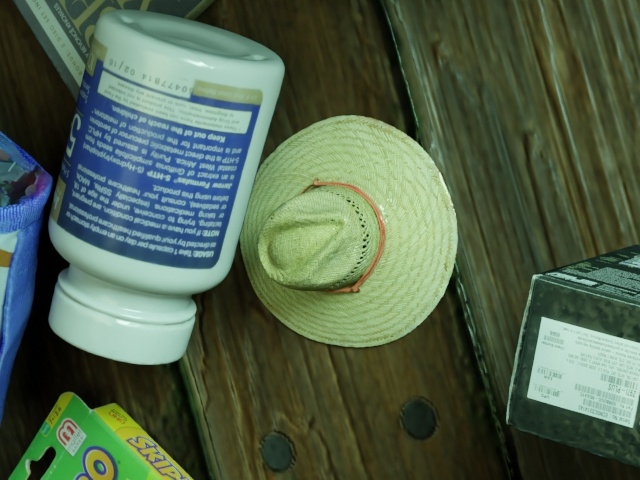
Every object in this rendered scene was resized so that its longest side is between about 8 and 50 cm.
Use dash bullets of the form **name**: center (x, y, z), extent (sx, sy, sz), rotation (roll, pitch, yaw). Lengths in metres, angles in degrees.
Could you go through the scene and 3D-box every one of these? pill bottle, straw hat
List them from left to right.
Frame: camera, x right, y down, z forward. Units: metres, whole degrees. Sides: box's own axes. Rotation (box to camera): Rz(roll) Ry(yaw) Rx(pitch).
- **pill bottle**: center (-0.096, -0.029, 1.054), extent (0.112, 0.112, 0.187), rotation (23, 106, 25)
- **straw hat**: center (0.000, 0.000, 1.033), extent (0.144, 0.061, 0.144), rotation (3, 97, 30)

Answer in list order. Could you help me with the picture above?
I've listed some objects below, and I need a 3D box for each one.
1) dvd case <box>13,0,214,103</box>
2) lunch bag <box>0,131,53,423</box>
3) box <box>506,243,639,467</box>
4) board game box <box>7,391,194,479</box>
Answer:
- **dvd case**: center (-0.111, -0.207, 1.097), extent (0.221, 0.018, 0.164), rotation (-39, 77, 27)
- **lunch bag**: center (-0.375, 0.040, 1.117), extent (0.385, 0.239, 0.328), rotation (17, 120, -1)
- **box**: center (0.202, 0.065, 0.877), extent (0.180, 0.147, 0.078), rotation (15, 103, 26)
- **board game box**: center (-0.093, 0.217, 1.126), extent (0.259, 0.039, 0.124), rotation (41, 113, 16)
